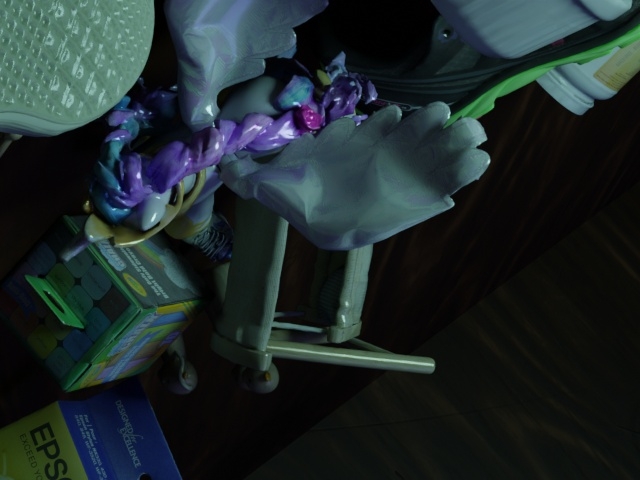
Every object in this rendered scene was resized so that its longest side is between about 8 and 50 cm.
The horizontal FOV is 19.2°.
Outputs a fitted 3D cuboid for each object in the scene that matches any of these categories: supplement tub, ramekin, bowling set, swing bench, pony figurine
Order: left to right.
[{"bbox_3d":[-0.163,0.126,2.210,0.199,0.154,0.287,-20,180,-3],"label":"bowling set"},{"bbox_3d":[-0.061,-0.100,1.687,0.351,0.303,0.363,-34,-177,8],"label":"pony figurine"},{"bbox_3d":[0.000,0.000,2.014,0.254,0.165,0.253,6,98,-39],"label":"swing bench"},{"bbox_3d":[0.143,-0.278,1.619,0.127,0.273,0.273,-32,170,19],"label":"ramekin"},{"bbox_3d":[0.367,-0.274,2.452,0.199,0.144,0.144,-45,166,19],"label":"supplement tub"}]

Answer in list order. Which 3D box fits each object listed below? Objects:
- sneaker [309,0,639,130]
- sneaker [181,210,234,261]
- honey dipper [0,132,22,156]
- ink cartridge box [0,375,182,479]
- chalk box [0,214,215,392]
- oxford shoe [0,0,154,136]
[{"bbox_3d":[0.190,-0.264,1.818,0.482,0.185,0.202,-35,139,25],"label":"sneaker"},{"bbox_3d":[-0.124,-0.006,2.160,0.052,0.058,0.135,-43,166,11],"label":"sneaker"},{"bbox_3d":[-0.303,-0.044,1.630,0.161,0.030,0.030,-51,163,25],"label":"honey dipper"},{"bbox_3d":[-0.295,0.348,2.151,0.307,0.304,0.072,-28,164,8],"label":"ink cartridge box"},{"bbox_3d":[-0.233,0.061,1.926,0.132,0.132,0.213,-46,164,20],"label":"chalk box"},{"bbox_3d":[-0.257,-0.136,1.282,0.130,0.169,0.449,2,-162,28],"label":"oxford shoe"}]
